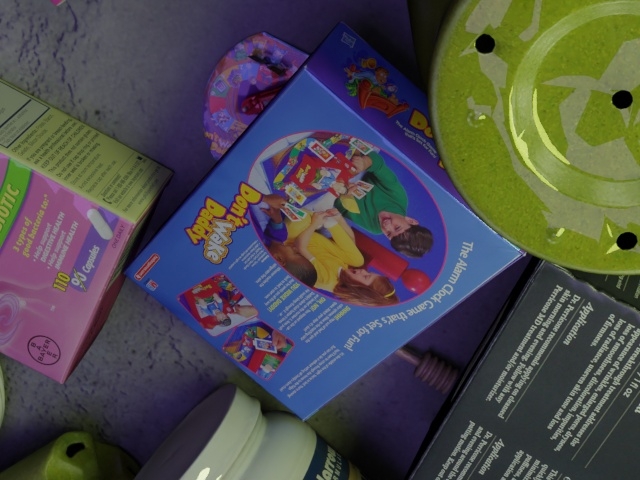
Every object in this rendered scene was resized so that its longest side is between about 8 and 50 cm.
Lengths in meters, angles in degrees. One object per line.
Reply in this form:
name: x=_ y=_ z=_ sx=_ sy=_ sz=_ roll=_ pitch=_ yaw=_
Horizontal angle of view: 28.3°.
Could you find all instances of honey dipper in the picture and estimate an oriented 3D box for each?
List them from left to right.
honey dipper: x=0.063 y=0.101 z=1.264 sx=0.160 sy=0.030 sz=0.030 roll=31 pitch=120 yaw=-2

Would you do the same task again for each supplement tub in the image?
supplement tub: x=-0.033 y=0.317 z=1.286 sx=0.316 sy=0.228 sz=0.228 roll=42 pitch=119 yaw=-10

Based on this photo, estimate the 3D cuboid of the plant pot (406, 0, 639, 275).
plant pot: x=0.213 y=-0.157 z=0.905 sx=0.366 sy=0.353 sz=0.367 roll=6 pitch=119 yaw=11

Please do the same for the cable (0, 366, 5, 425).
cable: x=-0.476 y=0.166 z=1.394 sx=0.257 sy=0.089 sz=0.257 roll=17 pitch=121 yaw=5

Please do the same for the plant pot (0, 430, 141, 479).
plant pot: x=-0.307 y=0.350 z=1.372 sx=0.254 sy=0.276 sz=0.276 roll=-39 pitch=103 yaw=16

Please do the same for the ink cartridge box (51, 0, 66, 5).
ink cartridge box: x=-0.275 y=-0.389 z=1.046 sx=0.175 sy=0.069 sz=0.371 roll=-26 pitch=107 yaw=41

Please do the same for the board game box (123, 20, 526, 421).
board game box: x=0.000 y=0.000 z=1.140 sx=0.233 sy=0.078 sz=0.347 roll=40 pitch=135 yaw=-7

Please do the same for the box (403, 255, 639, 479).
box: x=0.278 y=0.178 z=1.140 sx=0.312 sy=0.179 sz=0.343 roll=30 pitch=123 yaw=6

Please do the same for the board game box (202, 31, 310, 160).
board game box: x=-0.033 y=-0.105 z=1.161 sx=0.168 sy=0.033 sz=0.133 roll=28 pitch=112 yaw=3

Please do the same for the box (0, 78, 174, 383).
box: x=-0.303 y=-0.018 z=1.238 sx=0.243 sy=0.117 sz=0.214 roll=29 pitch=120 yaw=-2
